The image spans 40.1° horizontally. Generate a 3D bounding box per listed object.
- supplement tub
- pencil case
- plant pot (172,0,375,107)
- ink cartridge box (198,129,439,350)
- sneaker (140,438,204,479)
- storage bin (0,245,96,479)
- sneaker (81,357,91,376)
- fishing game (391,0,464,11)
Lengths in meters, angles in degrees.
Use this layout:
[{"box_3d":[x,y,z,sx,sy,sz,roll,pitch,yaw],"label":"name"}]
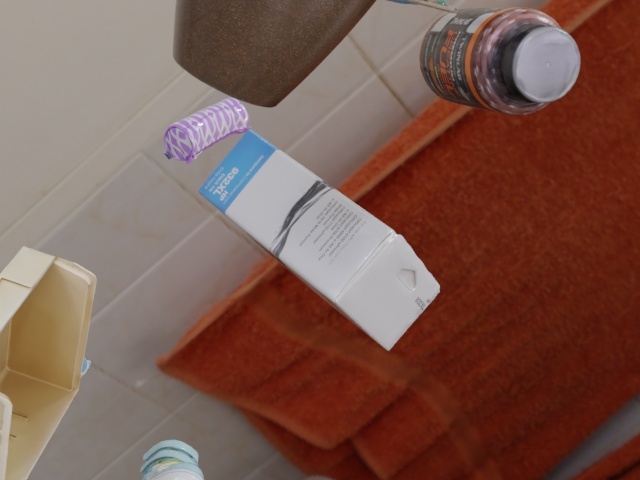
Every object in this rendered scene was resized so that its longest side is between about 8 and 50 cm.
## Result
[{"box_3d":[0.180,-0.183,0.887,0.106,0.106,0.198,47,-2,-20],"label":"supplement tub"},{"box_3d":[-0.238,-0.234,1.855,0.088,0.086,0.206,47,46,4],"label":"pencil case"},{"box_3d":[-0.038,-0.245,0.781,0.215,0.230,0.215,26,18,-9],"label":"plant pot"},{"box_3d":[0.000,0.000,1.294,0.307,0.129,0.223,38,-5,34],"label":"ink cartridge box"},{"box_3d":[-0.275,0.431,1.616,0.127,0.319,0.208,19,47,-13],"label":"sneaker"},{"box_3d":[-0.422,0.186,1.193,0.123,0.260,0.262,19,35,0],"label":"storage bin"},{"box_3d":[-0.512,0.159,1.631,0.237,0.085,0.086,58,28,5],"label":"sneaker"},{"box_3d":[0.174,-0.435,1.560,0.189,0.041,0.264,16,17,6],"label":"fishing game"}]
